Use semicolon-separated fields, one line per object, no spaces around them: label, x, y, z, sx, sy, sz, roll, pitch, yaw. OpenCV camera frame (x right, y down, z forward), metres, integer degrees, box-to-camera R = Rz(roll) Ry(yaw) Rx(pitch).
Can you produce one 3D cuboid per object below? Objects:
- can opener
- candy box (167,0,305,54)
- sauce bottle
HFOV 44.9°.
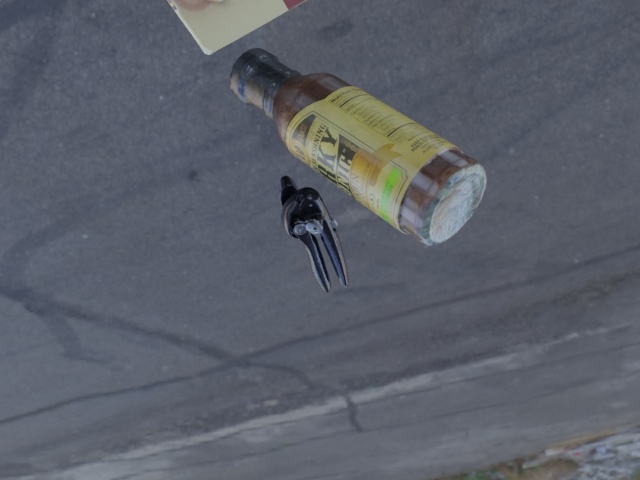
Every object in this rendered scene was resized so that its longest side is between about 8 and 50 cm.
can opener;0.000;0.000;0.949;0.059;0.073;0.186;-15;134;13
candy box;-0.091;-0.275;0.482;0.087;0.317;0.183;-26;130;12
sauce bottle;0.027;-0.122;0.898;0.111;0.344;0.111;-33;142;-29
